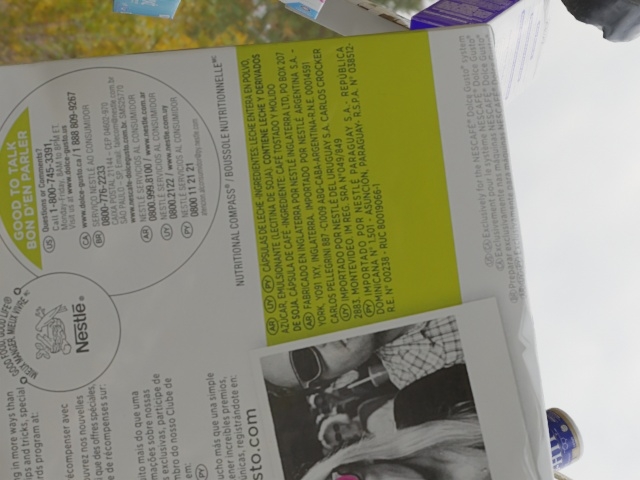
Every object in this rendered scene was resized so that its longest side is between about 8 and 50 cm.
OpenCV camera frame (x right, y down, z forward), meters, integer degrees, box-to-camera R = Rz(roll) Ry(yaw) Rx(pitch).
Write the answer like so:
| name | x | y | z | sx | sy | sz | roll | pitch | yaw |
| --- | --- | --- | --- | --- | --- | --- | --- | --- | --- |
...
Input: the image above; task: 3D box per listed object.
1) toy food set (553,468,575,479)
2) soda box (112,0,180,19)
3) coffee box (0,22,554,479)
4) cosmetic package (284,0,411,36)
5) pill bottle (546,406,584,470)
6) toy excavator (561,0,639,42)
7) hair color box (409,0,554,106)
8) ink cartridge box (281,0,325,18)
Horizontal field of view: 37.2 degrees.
| name | x | y | z | sx | sy | sz | roll | pitch | yaw |
| --- | --- | --- | --- | --- | --- | --- | --- | --- | --- |
| toy food set | 0.358 | 0.415 | 1.327 | 0.038 | 0.132 | 0.192 | -48 | -158 | 27 |
| soda box | -0.168 | -0.275 | 0.938 | 0.210 | 0.067 | 0.071 | -171 | -96 | -75 |
| coffee box | -0.053 | 0.062 | 0.700 | 0.337 | 0.334 | 0.338 | 134 | -50 | -83 |
| cosmetic package | 0.066 | -0.389 | 1.663 | 0.099 | 0.239 | 0.060 | -30 | 146 | -63 |
| pill bottle | 0.386 | 0.396 | 1.777 | 0.186 | 0.112 | 0.112 | -20 | -175 | -21 |
| toy excavator | 0.491 | -0.304 | 0.915 | 0.222 | 0.445 | 0.433 | -47 | -163 | 54 |
| hair color box | 0.249 | -0.296 | 1.476 | 0.339 | 0.110 | 0.185 | -38 | 142 | -45 |
| ink cartridge box | -0.025 | -0.394 | 1.356 | 0.062 | 0.104 | 0.181 | -64 | -173 | -10 |
